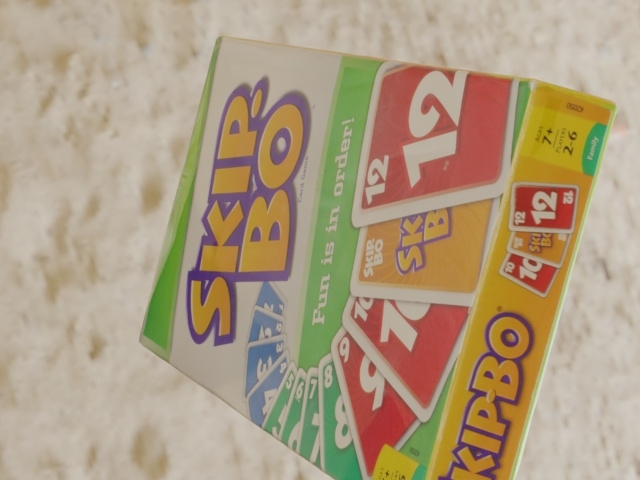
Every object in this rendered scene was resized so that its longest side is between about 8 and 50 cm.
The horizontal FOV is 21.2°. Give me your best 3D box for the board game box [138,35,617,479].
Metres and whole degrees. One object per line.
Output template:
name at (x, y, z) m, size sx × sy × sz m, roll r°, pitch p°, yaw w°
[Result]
board game box at (0.000, 0.000, 0.563) m, size 0.039 × 0.259 × 0.124 m, roll 14°, pitch 93°, yaw -23°
